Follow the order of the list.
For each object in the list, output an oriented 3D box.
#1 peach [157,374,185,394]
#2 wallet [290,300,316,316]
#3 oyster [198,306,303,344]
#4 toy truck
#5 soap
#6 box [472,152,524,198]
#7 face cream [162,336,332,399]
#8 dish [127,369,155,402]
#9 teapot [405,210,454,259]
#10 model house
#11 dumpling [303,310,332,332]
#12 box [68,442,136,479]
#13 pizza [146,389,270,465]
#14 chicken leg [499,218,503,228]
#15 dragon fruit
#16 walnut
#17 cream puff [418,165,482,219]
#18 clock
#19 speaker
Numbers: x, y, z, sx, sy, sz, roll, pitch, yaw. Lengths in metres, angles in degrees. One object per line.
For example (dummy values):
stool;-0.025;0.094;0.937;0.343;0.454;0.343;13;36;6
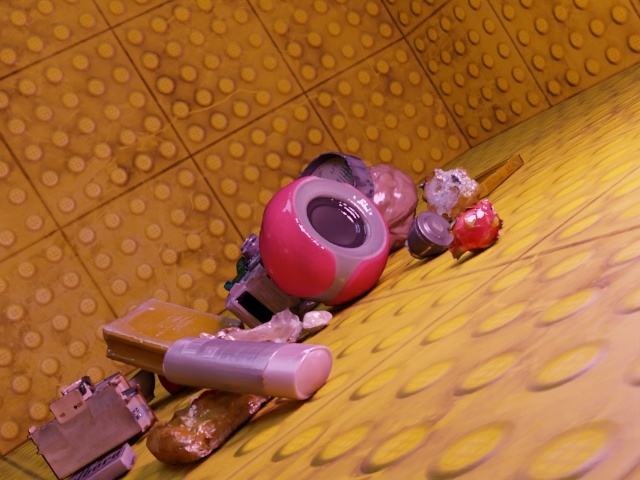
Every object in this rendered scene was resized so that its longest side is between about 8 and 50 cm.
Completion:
peach;-0.356;0.321;2.250;0.118;0.151;0.151;16;-21;-24
wallet;-0.062;0.142;2.385;0.223;0.077;0.309;-34;8;-27
oyster;-0.140;0.223;1.865;0.233;0.107;0.161;-12;9;19
toy truck;-0.144;0.113;2.176;0.178;0.176;0.363;-50;11;-1
soap;-0.350;0.240;2.162;0.315;0.091;0.199;10;30;33
box;0.447;-0.154;2.465;0.153;0.041;0.279;-31;3;39
face cream;-0.117;0.192;1.368;0.269;0.073;0.107;-2;25;35
dish;-0.478;0.401;2.243;0.224;0.078;0.246;-43;1;-15
teapot;0.234;0.001;1.883;0.091;0.124;0.092;-49;32;42
model house;-0.480;0.377;1.956;0.271;0.178;0.206;-34;1;13
dumpling;-0.005;0.164;1.835;0.059;0.043;0.077;-16;-10;18
box;-0.421;0.437;1.613;0.177;0.036;0.115;-32;3;-4
pizza;-0.160;0.263;1.465;0.288;0.075;0.280;-34;5;-29
chicken leg;0.332;-0.026;1.712;0.083;0.021;0.036;-34;-6;-47
dragon fruit;0.273;-0.016;1.612;0.116;0.086;0.081;-39;41;3
walnut;0.145;-0.075;2.392;0.227;0.273;0.273;-1;2;-2
cream puff;0.338;-0.115;2.256;0.156;0.121;0.156;6;27;-3
clock;0.018;-0.079;2.295;0.061;0.312;0.313;15;-29;-34
speaker;0.000;0.000;1.956;0.294;0.294;0.294;-32;3;2
